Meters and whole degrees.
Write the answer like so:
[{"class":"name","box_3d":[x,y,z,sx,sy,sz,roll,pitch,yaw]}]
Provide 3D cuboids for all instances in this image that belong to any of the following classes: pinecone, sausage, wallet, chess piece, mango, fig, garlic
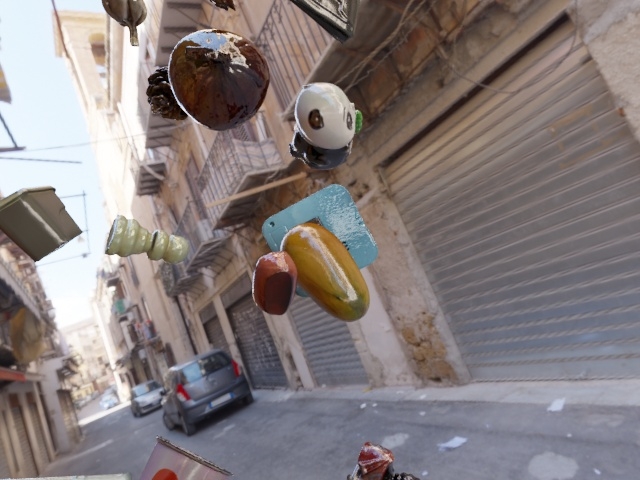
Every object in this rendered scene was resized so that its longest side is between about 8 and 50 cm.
[{"class":"pinecone","box_3d":[-0.523,-0.518,1.442,0.184,0.204,0.179,-1,-53,-26]},{"class":"sausage","box_3d":[-0.063,0.057,0.547,0.059,0.094,0.054,1,28,-16]},{"class":"wallet","box_3d":[0.005,-0.647,1.044,0.245,0.168,0.052,19,-8,-38]},{"class":"chess piece","box_3d":[-0.555,0.010,1.318,0.243,0.133,0.133,18,-31,-32]},{"class":"mango","box_3d":[0.014,0.072,0.913,0.139,0.254,0.175,-42,-12,17]},{"class":"fig","box_3d":[-0.238,-0.382,0.962,0.235,0.234,0.215,-15,11,-39]},{"class":"garlic","box_3d":[-0.645,-0.751,1.337,0.131,0.194,0.127,4,24,-7]}]

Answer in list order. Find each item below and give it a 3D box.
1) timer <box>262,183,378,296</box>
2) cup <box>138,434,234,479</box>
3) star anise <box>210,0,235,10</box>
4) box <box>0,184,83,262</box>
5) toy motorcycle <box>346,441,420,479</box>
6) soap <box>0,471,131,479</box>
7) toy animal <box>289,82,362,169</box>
[{"class":"timer","box_3d":[0.000,0.000,1.068,0.250,0.231,0.091,-27,1,3]},{"class":"cup","box_3d":[-0.341,0.596,0.849,0.203,0.203,0.288,-34,26,56]},{"class":"star anise","box_3d":[-0.281,-0.701,1.050,0.111,0.212,0.196,-36,-7,11]},{"class":"box","box_3d":[-0.811,-0.051,1.168,0.138,0.178,0.274,-36,17,-8]},{"class":"toy motorcycle","box_3d":[0.063,0.395,0.623,0.213,0.122,0.082,-44,-24,26]},{"class":"soap","box_3d":[-0.421,0.440,0.594,0.262,0.150,0.094,13,-57,-24]},{"class":"toy animal","box_3d":[0.021,-0.349,1.226,0.213,0.212,0.266,-20,-16,-17]}]
